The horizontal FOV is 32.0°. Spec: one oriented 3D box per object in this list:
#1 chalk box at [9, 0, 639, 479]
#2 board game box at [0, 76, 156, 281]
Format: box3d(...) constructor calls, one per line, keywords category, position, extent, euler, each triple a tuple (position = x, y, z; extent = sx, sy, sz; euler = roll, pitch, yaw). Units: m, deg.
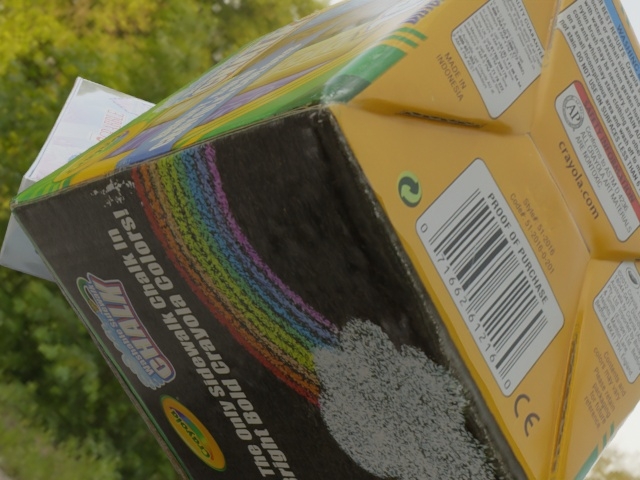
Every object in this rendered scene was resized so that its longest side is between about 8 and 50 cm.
box3d(category="chalk box", position=(0.000, 0.000, 0.519), extent=(0.289, 0.179, 0.180), euler=(-9, -64, 50))
box3d(category="board game box", position=(-0.059, -0.014, 0.853), extent=(0.317, 0.066, 0.319), euler=(19, 16, -12))
